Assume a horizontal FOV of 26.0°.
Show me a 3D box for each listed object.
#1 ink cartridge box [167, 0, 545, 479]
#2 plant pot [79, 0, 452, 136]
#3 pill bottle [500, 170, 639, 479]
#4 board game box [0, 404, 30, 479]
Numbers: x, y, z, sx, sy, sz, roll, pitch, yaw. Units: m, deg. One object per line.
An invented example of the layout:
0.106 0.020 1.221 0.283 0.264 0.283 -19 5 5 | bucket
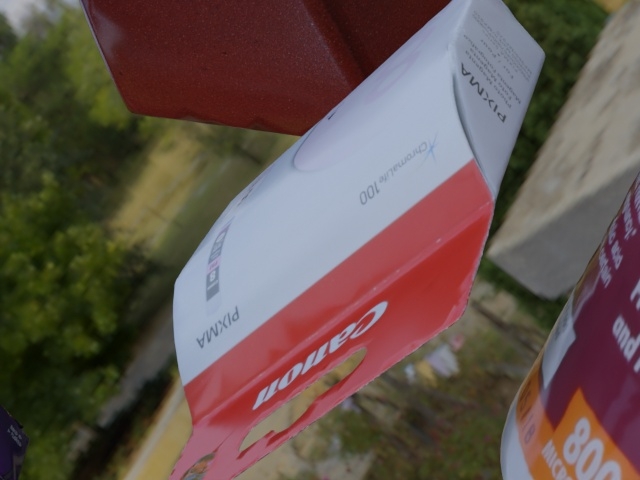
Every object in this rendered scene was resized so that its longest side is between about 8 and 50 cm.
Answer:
0.000 0.000 0.592 0.189 0.066 0.232 -39 8 31 | ink cartridge box
-0.042 -0.255 1.002 0.267 0.236 0.267 10 61 34 | plant pot
0.237 -0.025 0.472 0.224 0.224 0.392 -70 2 -60 | pill bottle
-0.329 0.033 0.718 0.208 0.347 0.056 -16 39 16 | board game box
